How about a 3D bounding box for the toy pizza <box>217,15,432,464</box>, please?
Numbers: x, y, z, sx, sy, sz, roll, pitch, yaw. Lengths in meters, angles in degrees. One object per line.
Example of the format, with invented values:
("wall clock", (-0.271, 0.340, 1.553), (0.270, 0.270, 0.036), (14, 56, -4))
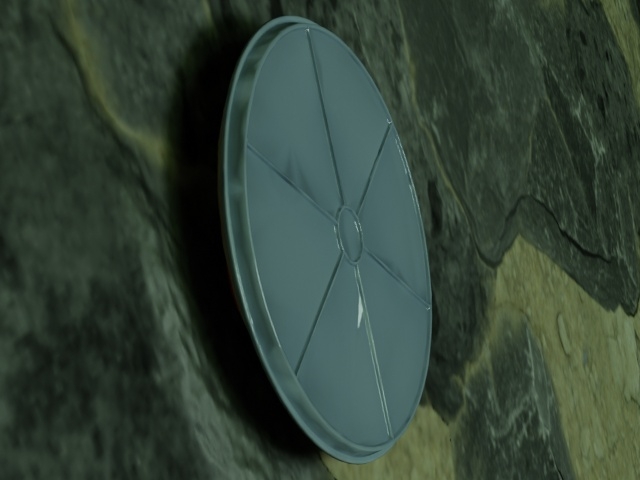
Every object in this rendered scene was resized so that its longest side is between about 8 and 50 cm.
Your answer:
("toy pizza", (0.000, 0.000, 0.584), (0.201, 0.032, 0.201), (36, 49, -56))
